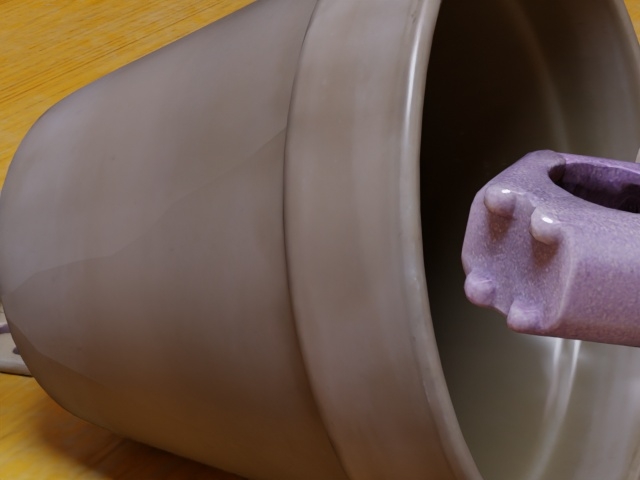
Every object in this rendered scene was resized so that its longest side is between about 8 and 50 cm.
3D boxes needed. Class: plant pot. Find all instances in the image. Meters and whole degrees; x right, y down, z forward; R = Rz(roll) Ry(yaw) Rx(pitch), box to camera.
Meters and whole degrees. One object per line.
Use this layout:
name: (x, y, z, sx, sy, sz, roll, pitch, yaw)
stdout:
plant pot: (0.000, 0.000, 0.776, 0.280, 0.323, 0.323, -3, 22, 31)

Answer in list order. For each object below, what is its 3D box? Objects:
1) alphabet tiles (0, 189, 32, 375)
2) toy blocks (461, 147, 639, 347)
alphabet tiles: (-0.317, 0.022, 1.006, 0.342, 0.011, 0.285, 6, 27, 12)
toy blocks: (0.069, 0.156, 0.390, 0.260, 0.309, 0.288, -5, 25, -35)
